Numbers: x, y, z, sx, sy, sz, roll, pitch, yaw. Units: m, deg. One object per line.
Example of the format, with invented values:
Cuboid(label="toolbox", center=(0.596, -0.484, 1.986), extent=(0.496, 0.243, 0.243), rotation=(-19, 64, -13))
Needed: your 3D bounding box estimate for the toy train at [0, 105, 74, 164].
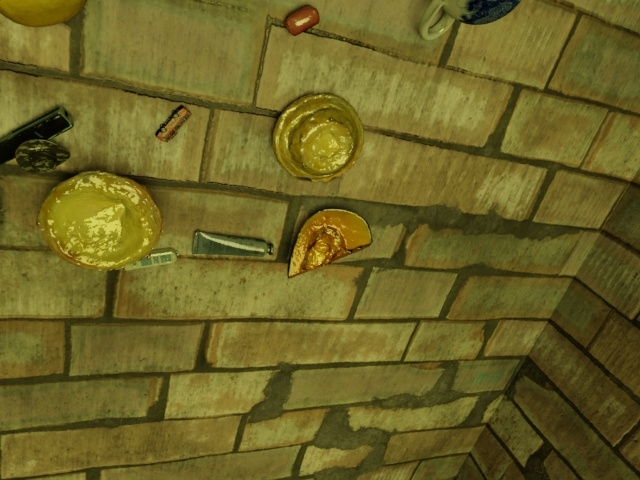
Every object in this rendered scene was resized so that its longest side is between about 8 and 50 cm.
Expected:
Cuboid(label="toy train", center=(-0.735, -0.252, 1.167), extent=(0.252, 0.048, 0.055), rotation=(-26, 147, 2))

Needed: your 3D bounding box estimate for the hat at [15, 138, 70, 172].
Cuboid(label="hat", center=(-0.690, -0.200, 1.186), extent=(0.121, 0.050, 0.121), rotation=(-23, 154, -12))

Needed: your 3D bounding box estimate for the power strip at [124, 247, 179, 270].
Cuboid(label="power strip", center=(-0.532, 0.057, 1.452), extent=(0.191, 0.030, 0.047), rotation=(-9, 123, -17))

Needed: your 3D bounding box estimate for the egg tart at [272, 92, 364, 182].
Cuboid(label="egg tart", center=(0.003, -0.287, 1.401), extent=(0.291, 0.115, 0.290), rotation=(-10, 125, -14))

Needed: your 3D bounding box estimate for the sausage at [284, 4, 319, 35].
Cuboid(label="sausage", center=(-0.047, -0.574, 1.231), extent=(0.094, 0.059, 0.054), rotation=(-29, 109, 1))

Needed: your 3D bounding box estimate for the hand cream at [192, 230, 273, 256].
Cuboid(label="hand cream", center=(-0.276, 0.018, 1.517), extent=(0.256, 0.055, 0.088), rotation=(4, 127, -21))

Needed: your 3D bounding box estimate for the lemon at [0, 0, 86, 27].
Cuboid(label="lemon", center=(-0.592, -0.532, 0.976), extent=(0.208, 0.170, 0.169), rotation=(-22, 126, -6))

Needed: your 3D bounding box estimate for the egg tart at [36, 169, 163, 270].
Cuboid(label="egg tart", center=(-0.595, -0.060, 1.299), extent=(0.315, 0.120, 0.314), rotation=(-9, 122, -15))

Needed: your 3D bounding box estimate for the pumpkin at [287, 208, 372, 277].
Cuboid(label="pumpkin", center=(0.000, 0.000, 1.595), extent=(0.313, 0.148, 0.169), rotation=(-22, 86, -12))

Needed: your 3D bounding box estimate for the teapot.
Cuboid(label="teapot", center=(0.435, -0.698, 1.255), extent=(0.424, 0.252, 0.280), rotation=(-39, 167, 28))

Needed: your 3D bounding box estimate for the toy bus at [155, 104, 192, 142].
Cuboid(label="toy bus", center=(-0.395, -0.313, 1.274), extent=(0.110, 0.031, 0.043), rotation=(-45, 132, 9))
